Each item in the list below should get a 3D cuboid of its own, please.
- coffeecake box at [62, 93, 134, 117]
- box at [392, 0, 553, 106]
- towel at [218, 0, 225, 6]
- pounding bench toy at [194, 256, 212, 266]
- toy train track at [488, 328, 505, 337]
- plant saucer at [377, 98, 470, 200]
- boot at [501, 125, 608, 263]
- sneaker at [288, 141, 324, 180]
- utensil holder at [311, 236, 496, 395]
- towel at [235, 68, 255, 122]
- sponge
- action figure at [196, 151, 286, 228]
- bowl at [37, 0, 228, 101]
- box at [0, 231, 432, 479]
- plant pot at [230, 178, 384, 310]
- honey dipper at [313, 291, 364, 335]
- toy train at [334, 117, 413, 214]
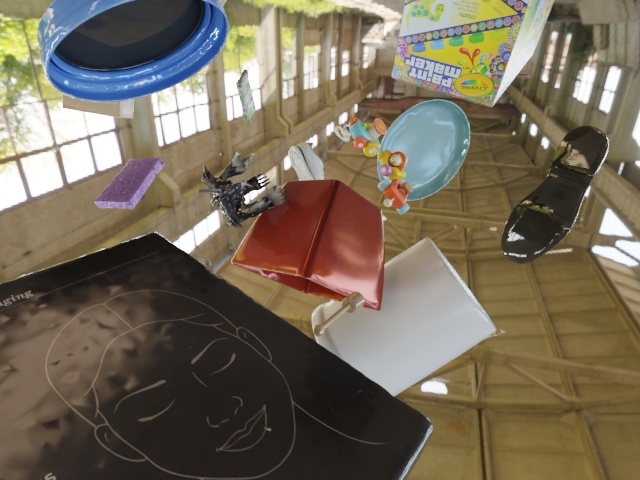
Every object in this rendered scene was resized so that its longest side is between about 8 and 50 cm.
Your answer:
[{"bbox_3d":[-0.619,-0.390,1.220,0.142,0.068,0.185,6,-167,-15],"label":"coffeecake box"},{"bbox_3d":[0.272,-0.414,0.685,0.177,0.279,0.290,26,-133,20],"label":"box"},{"bbox_3d":[-0.195,-0.716,0.963,0.056,0.312,0.324,22,166,-4],"label":"towel"},{"bbox_3d":[-0.439,0.100,1.556,0.083,0.065,0.052,-3,-125,-54],"label":"pounding bench toy"},{"bbox_3d":[0.603,0.324,1.502,0.048,0.083,0.014,-8,-111,-38],"label":"toy train track"},{"bbox_3d":[0.305,-0.270,1.304,0.318,0.317,0.043,-9,-145,-20],"label":"plant saucer"},{"bbox_3d":[0.490,-0.084,0.897,0.112,0.305,0.115,37,-151,26],"label":"boot"},{"bbox_3d":[-0.023,-0.230,1.508,0.095,0.235,0.090,-25,-172,-35],"label":"sneaker"},{"bbox_3d":[0.225,0.219,1.195,0.385,0.327,0.327,-37,-158,13],"label":"utensil holder"},{"bbox_3d":[-0.258,-0.510,1.531,0.023,0.152,0.113,2,-133,11],"label":"towel"},{"bbox_3d":[-0.559,-0.171,1.279,0.117,0.031,0.210,1,-133,15],"label":"sponge"},{"bbox_3d":[-0.169,-0.120,0.998,0.141,0.164,0.276,-37,177,14],"label":"action figure"},{"bbox_3d":[-0.391,-0.430,0.929,0.391,0.077,0.391,-24,-178,1],"label":"bowl"},{"bbox_3d":[-0.226,0.271,0.442,0.472,0.297,0.480,31,-146,25],"label":"box"},{"bbox_3d":[0.000,0.000,1.022,0.267,0.235,0.267,6,163,46],"label":"plant pot"},{"bbox_3d":[0.030,0.122,0.726,0.031,0.030,0.161,14,-164,25],"label":"honey dipper"},{"bbox_3d":[0.097,-0.127,0.668,0.046,0.166,0.125,-35,-174,31],"label":"toy train"}]
